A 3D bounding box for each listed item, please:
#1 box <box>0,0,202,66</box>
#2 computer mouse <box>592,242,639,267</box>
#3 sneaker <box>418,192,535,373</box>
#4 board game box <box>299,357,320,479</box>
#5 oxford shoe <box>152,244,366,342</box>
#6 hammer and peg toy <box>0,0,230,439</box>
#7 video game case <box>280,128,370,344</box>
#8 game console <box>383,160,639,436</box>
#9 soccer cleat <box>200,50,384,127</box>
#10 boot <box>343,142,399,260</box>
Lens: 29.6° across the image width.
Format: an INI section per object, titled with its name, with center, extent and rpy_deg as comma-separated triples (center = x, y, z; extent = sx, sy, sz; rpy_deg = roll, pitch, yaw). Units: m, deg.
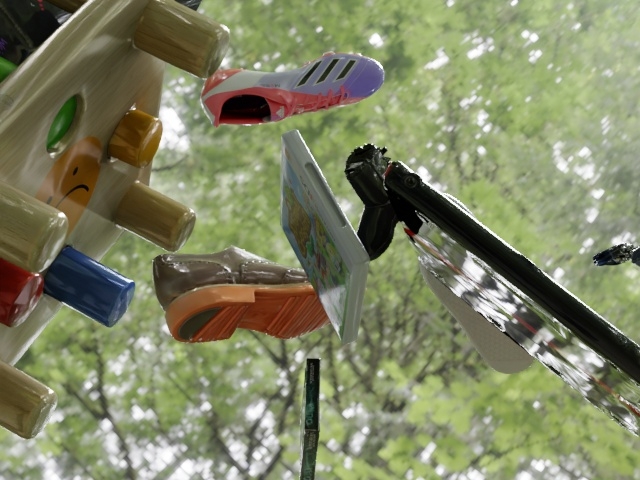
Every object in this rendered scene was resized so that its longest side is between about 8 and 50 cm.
[box]
center = -0.244, -0.214, 0.882
extent = 0.270, 0.165, 0.143
rpy_deg = 51, -45, 8
[computer mouse]
center = 0.398, 0.021, 1.476
extent = 0.071, 0.242, 0.041
rpy_deg = -26, -102, 38
[sneaker]
center = 0.212, 0.040, 1.719
extent = 0.105, 0.147, 0.295
rpy_deg = -26, -67, 13
[board game box]
center = -0.017, 0.287, 1.914
extent = 0.026, 0.126, 0.186
rpy_deg = 2, -37, -2
[oxford shoe]
center = -0.082, 0.061, 1.783
extent = 0.130, 0.364, 0.132
rpy_deg = -49, -124, 33
[hammer and peg toy]
center = -0.200, 0.011, 0.742
extent = 0.127, 0.361, 0.266
rpy_deg = 27, -38, 8
[video game case]
center = 0.000, 0.000, 1.454
extent = 0.212, 0.023, 0.193
rpy_deg = 94, -29, -61
[game console]
center = 0.246, 0.073, 1.390
extent = 0.386, 0.060, 0.342
rpy_deg = 39, -7, 21
[soccer cleat]
center = -0.034, -0.191, 1.596
extent = 0.248, 0.095, 0.083
rpy_deg = -5, -48, -8
[boot]
center = 0.058, -0.048, 1.443
extent = 0.045, 0.121, 0.099
rpy_deg = 0, -46, 36
